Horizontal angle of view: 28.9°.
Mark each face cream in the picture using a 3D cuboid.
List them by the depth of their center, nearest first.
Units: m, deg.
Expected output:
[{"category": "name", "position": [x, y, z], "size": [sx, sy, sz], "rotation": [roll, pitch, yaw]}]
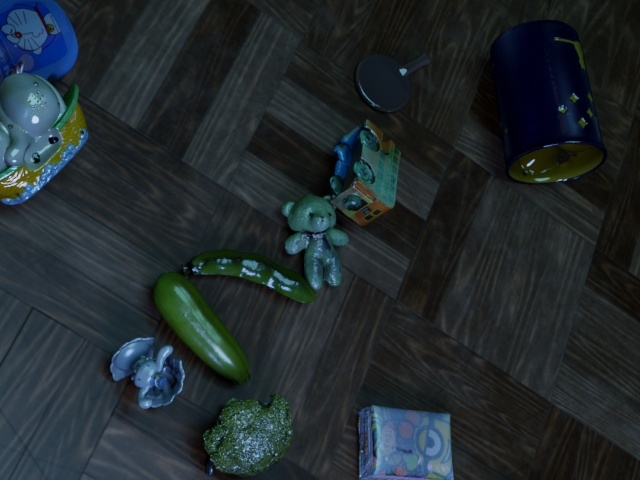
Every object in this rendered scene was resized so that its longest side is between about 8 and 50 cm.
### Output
[{"category": "face cream", "position": [-0.478, -0.262, 1.756], "size": [0.264, 0.083, 0.149], "rotation": [-30, 90, -35]}]

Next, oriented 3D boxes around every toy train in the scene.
[{"category": "toy train", "position": [0.071, -0.105, 1.998], "size": [0.099, 0.072, 0.188], "rotation": [40, 37, -27]}]

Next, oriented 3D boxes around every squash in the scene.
[{"category": "squash", "position": [-0.171, 0.129, 1.795], "size": [0.201, 0.066, 0.066], "rotation": [51, 54, -11]}]

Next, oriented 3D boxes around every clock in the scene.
[{"category": "clock", "position": [-0.422, -0.142, 1.711], "size": [0.231, 0.103, 0.144], "rotation": [-50, 115, -20]}]

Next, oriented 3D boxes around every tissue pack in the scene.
[{"category": "tissue pack", "position": [0.130, 0.315, 1.899], "size": [0.148, 0.060, 0.109], "rotation": [11, 64, -28]}]

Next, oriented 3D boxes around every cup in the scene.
[{"category": "cup", "position": [0.407, -0.235, 2.256], "size": [0.178, 0.255, 0.256], "rotation": [-8, 68, 6]}]

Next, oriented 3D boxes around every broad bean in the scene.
[{"category": "broad bean", "position": [-0.108, 0.051, 1.878], "size": [0.226, 0.039, 0.069], "rotation": [10, 60, -26]}]

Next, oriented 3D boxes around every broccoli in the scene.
[{"category": "broccoli", "position": [-0.102, 0.273, 1.752], "size": [0.130, 0.131, 0.120], "rotation": [-11, 37, -21]}]

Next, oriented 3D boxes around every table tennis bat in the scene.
[{"category": "table tennis bat", "position": [0.152, -0.301, 2.125], "size": [0.170, 0.119, 0.107], "rotation": [-34, 90, -34]}]

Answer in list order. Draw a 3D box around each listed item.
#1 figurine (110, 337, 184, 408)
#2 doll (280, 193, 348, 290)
[{"category": "figurine", "position": [-0.234, 0.182, 1.721], "size": [0.086, 0.094, 0.082], "rotation": [46, 9, 28]}, {"category": "doll", "position": [0.000, 0.000, 1.946], "size": [0.115, 0.077, 0.150], "rotation": [-11, 87, -26]}]
